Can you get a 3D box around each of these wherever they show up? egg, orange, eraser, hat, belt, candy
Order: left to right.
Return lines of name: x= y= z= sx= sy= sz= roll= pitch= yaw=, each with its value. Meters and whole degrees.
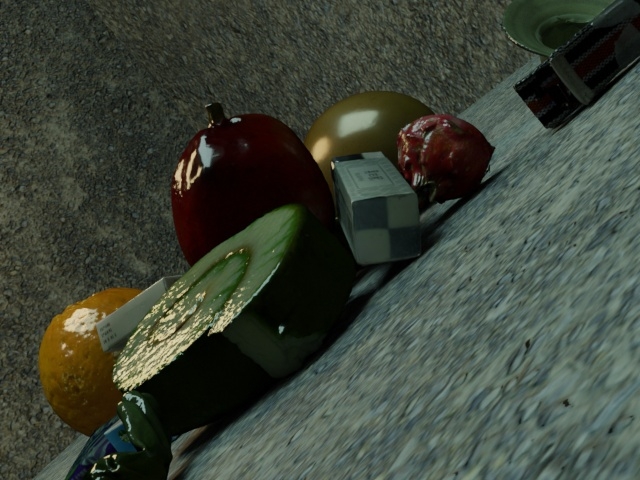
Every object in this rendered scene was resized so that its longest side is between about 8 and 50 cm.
candy: x=-0.386 y=0.379 z=2.044 sx=0.275 sy=0.070 sz=0.145 roll=-36 pitch=13 yaw=32
orange: x=-0.445 y=0.252 z=2.409 sx=0.340 sy=0.293 sz=0.340 roll=-38 pitch=2 yaw=2
eraser: x=0.077 y=-0.058 z=1.693 sx=0.096 sy=0.098 sz=0.404 roll=-6 pitch=13 yaw=-2
egg: x=0.101 y=-0.151 z=2.066 sx=0.250 sy=0.250 sz=0.322 roll=-42 pitch=11 yaw=-28
hat: x=0.424 y=-0.325 z=1.868 sx=0.252 sy=0.252 sz=0.110 roll=-42 pitch=-39 yaw=-34
belt: x=0.439 y=-0.302 z=1.625 sx=0.359 sy=0.094 sz=0.126 roll=-39 pitch=2 yaw=-2

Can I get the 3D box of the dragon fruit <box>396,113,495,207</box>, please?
dragon fruit: x=0.182 y=-0.100 z=1.665 sx=0.153 sy=0.153 sz=0.111 roll=-37 pitch=28 yaw=42

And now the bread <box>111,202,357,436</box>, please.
bread: x=-0.116 y=0.113 z=1.539 sx=0.366 sy=0.129 sz=0.382 roll=-49 pitch=18 yaw=-19

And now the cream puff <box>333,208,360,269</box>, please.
cream puff: x=0.030 y=0.008 z=1.938 sx=0.146 sy=0.146 sz=0.116 roll=157 pitch=128 yaw=-79

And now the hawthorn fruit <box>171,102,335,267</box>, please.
hawthorn fruit: x=-0.117 y=-0.078 z=1.814 sx=0.265 sy=0.307 sz=0.265 roll=-14 pitch=9 yaw=2

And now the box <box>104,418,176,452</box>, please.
box: x=-0.240 y=0.264 z=1.821 sx=0.139 sy=0.073 sz=0.194 roll=-35 pitch=5 yaw=39

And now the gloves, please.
gloves: x=-0.235 y=0.275 z=1.325 sx=0.135 sy=0.107 sz=0.268 roll=-47 pitch=7 yaw=27

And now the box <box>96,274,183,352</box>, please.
box: x=-0.197 y=0.117 z=1.999 sx=0.353 sy=0.069 sz=0.214 roll=-2 pitch=-23 yaw=-47
